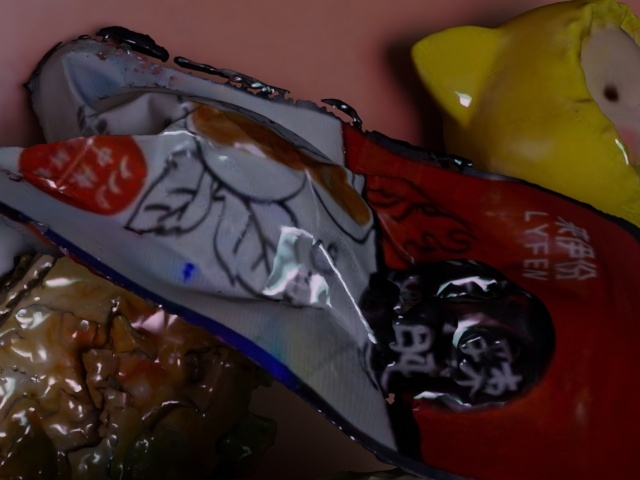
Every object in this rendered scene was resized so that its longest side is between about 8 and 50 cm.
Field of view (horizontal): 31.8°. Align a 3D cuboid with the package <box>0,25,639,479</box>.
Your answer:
[{"bbox_3d":[0.000,0.000,0.409,0.269,0.071,0.194,23,41,-3],"label":"package"}]

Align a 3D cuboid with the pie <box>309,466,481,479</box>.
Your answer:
[{"bbox_3d":[-0.016,0.177,0.448,0.338,0.075,0.337,-21,147,-14],"label":"pie"}]

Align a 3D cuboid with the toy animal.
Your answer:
[{"bbox_3d":[0.127,-0.002,0.567,0.156,0.156,0.229,-11,94,-33],"label":"toy animal"}]

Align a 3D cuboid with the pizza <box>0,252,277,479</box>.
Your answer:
[{"bbox_3d":[-0.106,0.102,0.459,0.226,0.069,0.147,-52,125,-16],"label":"pizza"}]
